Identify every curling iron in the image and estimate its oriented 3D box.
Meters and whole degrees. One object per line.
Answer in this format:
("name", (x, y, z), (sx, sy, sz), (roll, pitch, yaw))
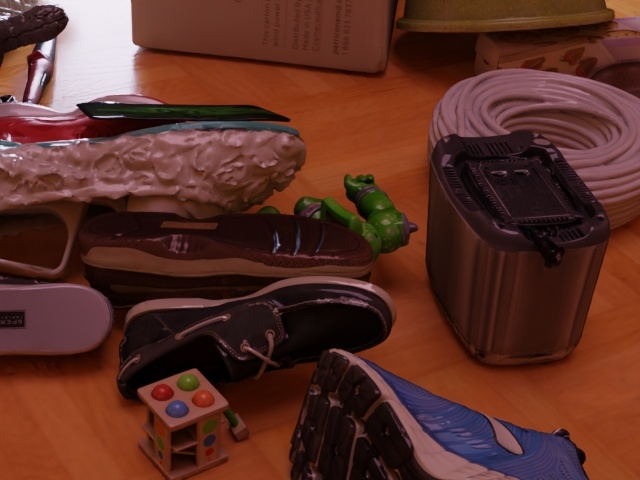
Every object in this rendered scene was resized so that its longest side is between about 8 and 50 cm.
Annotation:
("curling iron", (-0.343, -0.203, 1.525), (0.068, 0.035, 0.274), (5, 33, 0))

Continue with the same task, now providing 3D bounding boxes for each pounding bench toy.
("pounding bench toy", (-0.093, 0.135, 1.004), (0.083, 0.065, 0.052), (-18, 39, -31))

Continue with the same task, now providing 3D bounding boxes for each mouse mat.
("mouse mat", (-0.136, -0.125, 1.255), (0.190, 0.007, 0.152), (0, 11, -17))

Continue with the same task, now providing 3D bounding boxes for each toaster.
("toaster", (0.172, 0.010, 1.155), (0.129, 0.146, 0.227), (-5, 33, -14))

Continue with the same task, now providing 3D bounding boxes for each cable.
("cable", (0.242, -0.097, 1.385), (0.257, 0.089, 0.257), (1, 32, -8))

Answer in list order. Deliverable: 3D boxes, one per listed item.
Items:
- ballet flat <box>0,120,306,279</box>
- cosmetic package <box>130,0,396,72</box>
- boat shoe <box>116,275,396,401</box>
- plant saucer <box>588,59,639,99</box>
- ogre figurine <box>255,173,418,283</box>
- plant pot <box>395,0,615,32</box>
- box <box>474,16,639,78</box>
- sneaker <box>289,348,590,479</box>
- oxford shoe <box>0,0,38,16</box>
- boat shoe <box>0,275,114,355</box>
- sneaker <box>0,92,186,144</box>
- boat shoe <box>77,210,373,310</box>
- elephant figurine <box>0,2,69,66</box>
("ballet flat", (-0.215, -0.029, 1.206), (0.409, 0.147, 0.147), (-2, 33, -6))
("cosmetic package", (-0.046, -0.458, 1.687), (0.327, 0.329, 0.393), (6, 34, 4))
("boat shoe", (-0.052, 0.086, 1.048), (0.233, 0.084, 0.079), (-9, 35, 12))
("plant saucer", (0.413, -0.157, 1.546), (0.199, 0.036, 0.198), (3, 32, -2))
("ogre figurine", (0.000, 0.000, 1.201), (0.197, 0.097, 0.118), (-6, 21, -36))
("plant pot", (0.227, -0.399, 1.624), (0.276, 0.254, 0.276), (-3, 14, 1))
("box", (0.353, -0.239, 1.640), (0.324, 0.063, 0.067), (-7, 35, -17))
("sneaker", (0.102, 0.181, 0.930), (0.147, 0.130, 0.330), (8, 17, -41))
("oxford shoe", (-0.442, -0.333, 1.645), (0.130, 0.169, 0.449), (-27, 28, 31))
("boat shoe", (-0.288, 0.061, 1.093), (0.228, 0.080, 0.076), (-1, -4, -7))
("sneaker", (-0.250, -0.080, 1.323), (0.221, 0.087, 0.128), (-4, 40, 9))
("boat shoe", (-0.079, 0.032, 1.118), (0.257, 0.095, 0.095), (5, 25, 16))
("elephant figurine", (-0.409, -0.180, 1.334), (0.239, 0.186, 0.169), (5, -8, 16))
